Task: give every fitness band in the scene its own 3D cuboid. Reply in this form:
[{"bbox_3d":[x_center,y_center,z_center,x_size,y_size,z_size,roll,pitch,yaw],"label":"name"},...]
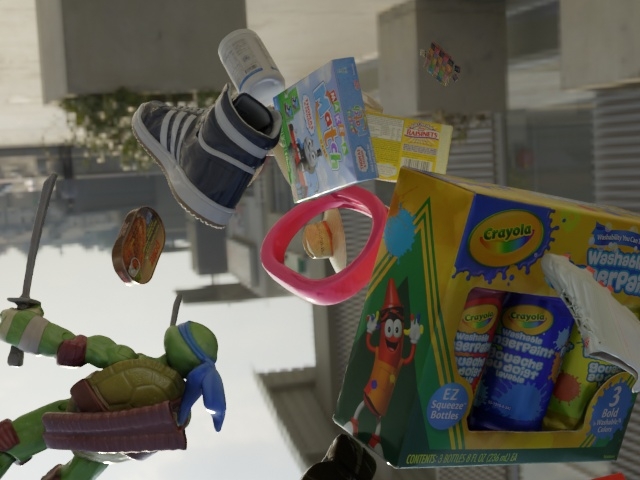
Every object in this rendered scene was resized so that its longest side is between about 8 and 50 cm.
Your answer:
[{"bbox_3d":[0.011,0.000,1.637,0.209,0.054,0.291,-48,-148,-10],"label":"fitness band"}]

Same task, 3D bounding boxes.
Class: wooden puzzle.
[{"bbox_3d":[0.177,-0.262,1.457,0.006,0.083,0.049,-27,152,-29],"label":"wooden puzzle"}]

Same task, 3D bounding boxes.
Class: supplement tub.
[{"bbox_3d":[-0.103,-0.256,1.464,0.071,0.107,0.071,-19,147,-13],"label":"supplement tub"}]

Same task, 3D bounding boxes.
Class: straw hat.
[{"bbox_3d":[0.000,0.000,1.821,0.061,0.144,0.144,-9,-174,-14],"label":"straw hat"}]

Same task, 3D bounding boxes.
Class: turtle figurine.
[{"bbox_3d":[-0.223,0.142,0.908,0.266,0.275,0.198,-43,154,-4],"label":"turtle figurine"}]

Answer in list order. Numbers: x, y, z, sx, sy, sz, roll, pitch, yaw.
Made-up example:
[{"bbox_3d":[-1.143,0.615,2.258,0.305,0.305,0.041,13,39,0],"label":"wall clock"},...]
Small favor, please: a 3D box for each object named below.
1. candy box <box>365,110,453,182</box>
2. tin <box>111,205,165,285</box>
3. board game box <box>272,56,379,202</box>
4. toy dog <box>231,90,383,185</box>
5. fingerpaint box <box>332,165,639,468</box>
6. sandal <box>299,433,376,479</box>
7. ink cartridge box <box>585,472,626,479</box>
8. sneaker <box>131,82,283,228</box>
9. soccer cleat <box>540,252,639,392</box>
[{"bbox_3d":[0.101,-0.147,1.560,0.206,0.105,0.027,10,170,0],"label":"candy box"},{"bbox_3d":[-0.377,0.012,2.040,0.040,0.106,0.190,-17,-142,28],"label":"tin"},{"bbox_3d":[0.003,-0.144,1.337,0.039,0.160,0.211,-11,179,-25],"label":"board game box"},{"bbox_3d":[-0.004,-0.166,1.660,0.333,0.220,0.161,-20,-134,-36],"label":"toy dog"},{"bbox_3d":[0.279,0.117,1.380,0.445,0.371,0.163,8,-169,-35],"label":"fingerpaint box"},{"bbox_3d":[0.012,0.308,1.219,0.060,0.090,0.219,-47,180,17],"label":"sandal"},{"bbox_3d":[0.600,0.676,2.062,0.308,0.385,0.091,-8,144,-14],"label":"ink cartridge box"},{"bbox_3d":[-0.145,-0.147,1.262,0.099,0.153,0.282,23,-161,-38],"label":"sneaker"},{"bbox_3d":[0.326,0.093,1.157,0.196,0.076,0.068,45,179,22],"label":"soccer cleat"}]
